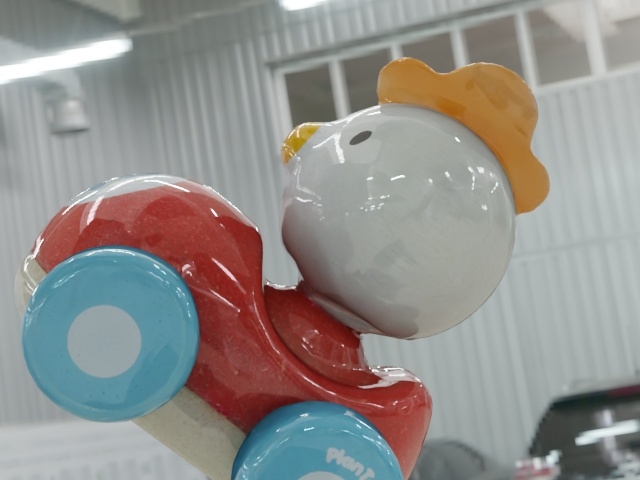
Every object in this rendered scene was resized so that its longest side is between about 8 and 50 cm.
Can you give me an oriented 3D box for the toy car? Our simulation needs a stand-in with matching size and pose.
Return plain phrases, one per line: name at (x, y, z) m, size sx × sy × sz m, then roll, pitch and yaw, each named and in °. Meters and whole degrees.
toy car at (0.000, 0.000, 0.682) m, size 0.238 × 0.210 × 0.219 m, roll -51°, pitch 7°, yaw 0°
